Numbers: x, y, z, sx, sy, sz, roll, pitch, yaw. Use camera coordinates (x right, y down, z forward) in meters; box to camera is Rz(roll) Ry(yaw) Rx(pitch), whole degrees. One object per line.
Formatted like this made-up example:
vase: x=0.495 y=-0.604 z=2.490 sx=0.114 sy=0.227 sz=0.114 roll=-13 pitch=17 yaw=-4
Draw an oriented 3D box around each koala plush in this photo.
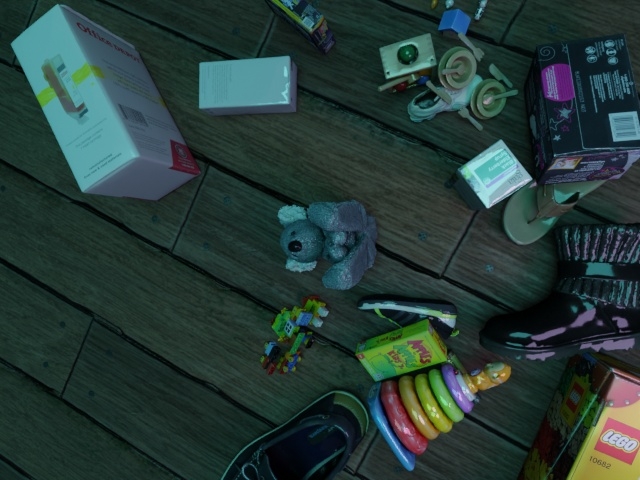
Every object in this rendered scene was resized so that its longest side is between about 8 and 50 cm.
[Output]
koala plush: x=0.000 y=0.000 z=1.034 sx=0.222 sy=0.203 sz=0.196 roll=-6 pitch=103 yaw=33

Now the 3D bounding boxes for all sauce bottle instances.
sauce bottle: x=0.320 y=0.314 z=1.020 sx=0.042 sy=0.042 sz=0.128 roll=-33 pitch=84 yaw=11

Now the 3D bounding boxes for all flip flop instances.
flip flop: x=0.509 y=-0.100 z=0.948 sx=0.277 sy=0.080 sz=0.112 roll=-39 pitch=83 yaw=10

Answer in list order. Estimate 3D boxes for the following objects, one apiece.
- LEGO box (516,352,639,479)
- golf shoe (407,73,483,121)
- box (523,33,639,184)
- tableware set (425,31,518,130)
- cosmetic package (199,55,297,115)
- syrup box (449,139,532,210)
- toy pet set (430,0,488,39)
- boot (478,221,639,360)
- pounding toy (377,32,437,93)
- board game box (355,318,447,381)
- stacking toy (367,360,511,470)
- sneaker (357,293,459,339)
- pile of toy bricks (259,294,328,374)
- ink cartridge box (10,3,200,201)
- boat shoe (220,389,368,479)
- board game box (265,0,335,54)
LEGO box: x=0.708 y=0.486 z=0.861 sx=0.501 sy=0.193 sz=0.372 roll=22 pitch=96 yaw=11
golf shoe: x=0.281 y=-0.321 z=0.991 sx=0.176 sy=0.086 sz=0.069 roll=-25 pitch=84 yaw=10
box: x=0.514 y=-0.252 z=0.884 sx=0.164 sy=0.142 sz=0.247 roll=-3 pitch=74 yaw=12
tableware set: x=0.333 y=-0.333 z=0.951 sx=0.194 sy=0.039 sz=0.128 roll=29 pitch=99 yaw=-26
cosmetic package: x=-0.176 y=-0.375 z=1.092 sx=0.231 sy=0.085 sz=0.117 roll=2 pitch=92 yaw=10
syrup box: x=0.335 y=-0.124 z=0.906 sx=0.093 sy=0.237 sz=0.096 roll=-36 pitch=84 yaw=12
toy pet set: x=0.302 y=-0.517 z=0.991 sx=0.122 sy=0.065 sz=0.114 roll=21 pitch=96 yaw=12
boot: x=0.498 y=0.096 z=0.927 sx=0.349 sy=0.131 sz=0.259 roll=-7 pitch=97 yaw=2
pounding toy: x=0.186 y=-0.375 z=0.981 sx=0.130 sy=0.141 sz=0.100 roll=-12 pitch=89 yaw=13
board game box: x=0.182 y=0.252 z=1.010 sx=0.181 sy=0.043 sz=0.092 roll=-26 pitch=109 yaw=26
stacking toy: x=0.266 y=0.335 z=0.956 sx=0.302 sy=0.175 sz=0.165 roll=-32 pitch=87 yaw=15
sneaker: x=0.198 y=0.182 z=1.022 sx=0.235 sy=0.084 sz=0.097 roll=5 pitch=94 yaw=13
pile of toy bricks: x=-0.084 y=0.220 z=1.085 sx=0.105 sy=0.118 sz=0.212 roll=42 pitch=111 yaw=41
ink cartridge box: x=-0.494 y=-0.303 z=1.064 sx=0.161 sy=0.279 sz=0.384 roll=-29 pitch=85 yaw=12
boat shoe: x=-0.094 y=0.553 z=1.061 sx=0.500 sy=0.156 sz=0.186 roll=-43 pitch=84 yaw=11
board game box: x=-0.052 y=-0.521 z=1.030 sx=0.170 sy=0.141 sz=0.048 roll=42 pitch=102 yaw=8
